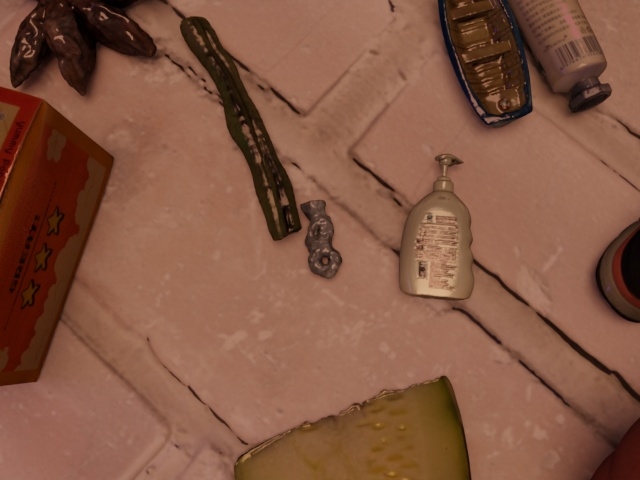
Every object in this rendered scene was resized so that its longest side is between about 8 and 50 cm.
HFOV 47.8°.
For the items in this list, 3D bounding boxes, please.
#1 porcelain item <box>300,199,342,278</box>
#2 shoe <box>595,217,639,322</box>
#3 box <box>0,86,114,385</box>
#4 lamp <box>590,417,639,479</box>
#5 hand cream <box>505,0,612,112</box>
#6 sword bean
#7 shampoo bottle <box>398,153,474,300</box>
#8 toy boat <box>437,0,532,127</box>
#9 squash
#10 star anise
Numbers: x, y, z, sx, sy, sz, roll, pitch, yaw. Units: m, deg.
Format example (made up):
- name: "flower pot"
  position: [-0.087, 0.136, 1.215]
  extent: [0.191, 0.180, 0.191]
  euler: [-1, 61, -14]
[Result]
- name: "porcelain item"
  position: [0.000, 0.000, 0.753]
  extent: [0.036, 0.028, 0.083]
  euler: [-13, 82, -3]
- name: "shoe"
  position: [0.402, -0.032, 0.693]
  extent: [0.291, 0.137, 0.114]
  euler: [-37, 83, -5]
- name: "box"
  position: [-0.391, -0.024, 0.677]
  extent: [0.283, 0.214, 0.260]
  euler: [16, 80, 4]
- name: "lamp"
  position: [0.379, 0.258, 0.598]
  extent: [0.305, 0.239, 0.306]
  euler: [15, 120, 29]
- name: "hand cream"
  position: [0.234, -0.267, 0.779]
  extent: [0.095, 0.059, 0.276]
  euler: [-20, 76, 0]
- name: "sword bean"
  position: [-0.085, -0.125, 0.772]
  extent: [0.043, 0.038, 0.269]
  euler: [-21, 80, -27]
- name: "shampoo bottle"
  position: [0.122, -0.016, 0.744]
  extent: [0.077, 0.045, 0.152]
  euler: [4, 83, 4]
- name: "toy boat"
  position: [0.166, -0.231, 0.776]
  extent: [0.080, 0.046, 0.229]
  euler: [-17, 81, 0]
- name: "squash"
  position: [0.051, 0.257, 0.653]
  extent: [0.236, 0.155, 0.204]
  euler: [-21, 83, -1]
- name: "star anise"
  position: [-0.256, -0.266, 0.780]
  extent: [0.196, 0.073, 0.212]
  euler: [-13, 83, 2]
